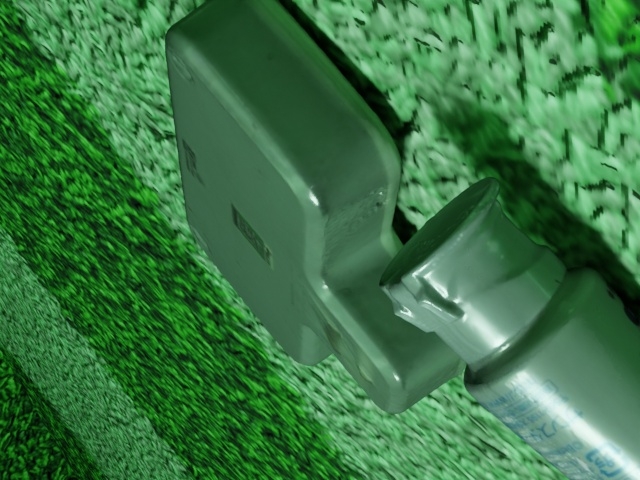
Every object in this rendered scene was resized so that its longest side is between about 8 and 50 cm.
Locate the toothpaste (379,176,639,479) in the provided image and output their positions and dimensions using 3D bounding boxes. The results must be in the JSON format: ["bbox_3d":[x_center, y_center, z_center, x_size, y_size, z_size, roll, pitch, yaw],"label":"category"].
[{"bbox_3d":[0.150,0.101,0.741,0.299,0.073,0.114,46,164,-8],"label":"toothpaste"}]

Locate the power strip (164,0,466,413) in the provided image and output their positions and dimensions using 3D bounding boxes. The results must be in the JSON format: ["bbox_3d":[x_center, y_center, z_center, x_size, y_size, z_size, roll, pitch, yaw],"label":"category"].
[{"bbox_3d":[0.001,0.000,0.912,0.193,0.059,0.265,51,165,16],"label":"power strip"}]
